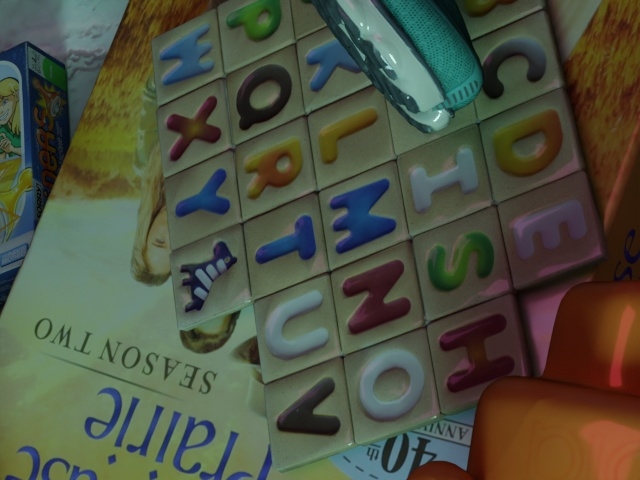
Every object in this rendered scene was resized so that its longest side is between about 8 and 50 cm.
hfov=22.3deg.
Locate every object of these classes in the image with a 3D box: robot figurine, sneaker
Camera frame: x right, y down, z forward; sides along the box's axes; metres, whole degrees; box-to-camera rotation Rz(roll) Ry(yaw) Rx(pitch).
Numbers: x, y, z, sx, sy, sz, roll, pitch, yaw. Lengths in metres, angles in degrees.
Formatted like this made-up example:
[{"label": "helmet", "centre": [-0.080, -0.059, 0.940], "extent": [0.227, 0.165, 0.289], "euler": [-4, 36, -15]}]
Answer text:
[{"label": "robot figurine", "centre": [0.104, 0.125, 0.561], "extent": [0.128, 0.158, 0.219], "euler": [6, 86, 43]}, {"label": "sneaker", "centre": [0.030, -0.167, 0.680], "extent": [0.110, 0.107, 0.275], "euler": [-20, 52, 14]}]

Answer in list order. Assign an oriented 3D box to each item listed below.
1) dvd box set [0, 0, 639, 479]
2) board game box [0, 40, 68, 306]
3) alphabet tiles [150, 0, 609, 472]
[{"label": "dvd box set", "centre": [0.000, 0.000, 0.738], "extent": [0.307, 0.062, 0.420], "euler": [15, 79, 37]}, {"label": "board game box", "centre": [-0.229, -0.014, 0.909], "extent": [0.201, 0.035, 0.136], "euler": [-21, 61, 25]}, {"label": "alphabet tiles", "centre": [0.016, -0.028, 0.695], "extent": [0.198, 0.009, 0.237], "euler": [-22, 59, 24]}]
